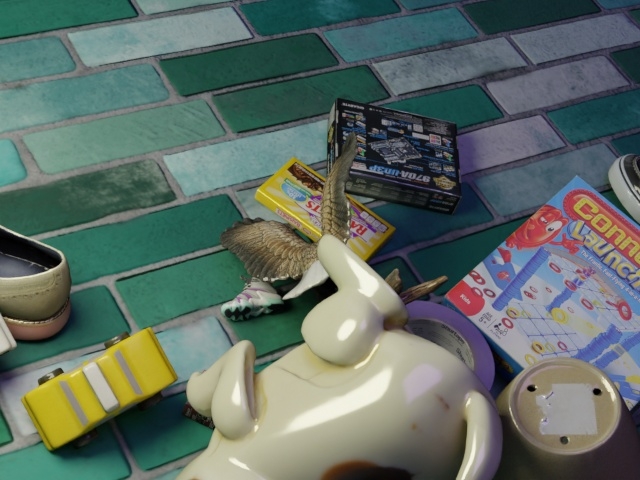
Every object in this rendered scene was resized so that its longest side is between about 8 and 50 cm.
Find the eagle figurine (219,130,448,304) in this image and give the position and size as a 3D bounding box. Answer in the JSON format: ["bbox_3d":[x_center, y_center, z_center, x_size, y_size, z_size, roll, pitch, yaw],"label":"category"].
[{"bbox_3d":[-0.001,0.006,1.647,0.226,0.225,0.298,-14,60,-27],"label":"eagle figurine"}]

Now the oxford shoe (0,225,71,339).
[{"bbox_3d":[-0.512,0.004,1.509,0.396,0.146,0.140,14,48,-8],"label":"oxford shoe"}]

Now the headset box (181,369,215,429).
[{"bbox_3d":[-0.140,0.215,1.542,0.083,0.032,0.062,27,47,1],"label":"headset box"}]

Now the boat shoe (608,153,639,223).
[{"bbox_3d":[0.644,-0.047,1.989,0.121,0.119,0.335,-28,65,-36],"label":"boat shoe"}]

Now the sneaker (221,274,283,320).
[{"bbox_3d":[-0.107,0.077,1.672,0.098,0.038,0.069,-3,50,-34],"label":"sneaker"}]

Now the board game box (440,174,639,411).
[{"bbox_3d":[0.390,0.105,1.725,0.302,0.086,0.308,-41,70,-19],"label":"board game box"}]

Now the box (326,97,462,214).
[{"bbox_3d":[0.122,-0.142,1.928,0.220,0.051,0.175,11,49,-11],"label":"box"}]

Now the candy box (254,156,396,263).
[{"bbox_3d":[0.008,-0.042,1.819,0.206,0.027,0.105,35,52,11],"label":"candy box"}]

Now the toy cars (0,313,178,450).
[{"bbox_3d":[-0.372,0.159,1.425,0.393,0.087,0.177,13,78,-9],"label":"toy cars"}]

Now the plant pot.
[{"bbox_3d":[0.290,0.267,1.410,0.256,0.274,0.257,-3,52,4],"label":"plant pot"}]

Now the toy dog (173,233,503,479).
[{"bbox_3d":[-0.005,0.271,1.364,0.408,0.284,0.395,-42,47,-6],"label":"toy dog"}]

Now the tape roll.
[{"bbox_3d":[0.145,0.183,1.641,0.189,0.080,0.189,11,48,-12],"label":"tape roll"}]
